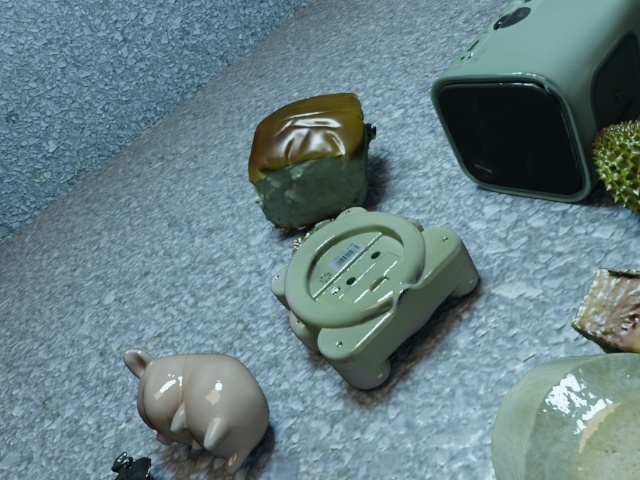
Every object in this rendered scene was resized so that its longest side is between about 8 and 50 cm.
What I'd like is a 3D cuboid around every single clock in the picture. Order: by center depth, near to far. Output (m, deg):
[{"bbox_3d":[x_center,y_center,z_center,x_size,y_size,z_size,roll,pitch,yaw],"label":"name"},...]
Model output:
[{"bbox_3d":[0.069,0.068,0.931,0.284,0.114,0.309,-44,33,-11],"label":"clock"}]

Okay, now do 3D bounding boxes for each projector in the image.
[{"bbox_3d":[0.371,-0.242,0.923,0.249,0.248,0.248,-48,36,-19],"label":"projector"}]

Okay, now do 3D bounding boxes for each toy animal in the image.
[{"bbox_3d":[-0.301,0.415,0.839,0.148,0.084,0.232,-41,31,-12],"label":"toy animal"},{"bbox_3d":[-0.190,0.251,0.879,0.250,0.166,0.154,5,41,36],"label":"toy animal"}]

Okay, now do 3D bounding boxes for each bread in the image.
[{"bbox_3d":[-0.015,-0.181,1.202,0.279,0.225,0.250,-14,40,21],"label":"bread"}]

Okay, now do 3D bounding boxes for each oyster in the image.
[{"bbox_3d":[0.000,0.001,1.141,0.132,0.029,0.086,-21,42,15],"label":"oyster"}]

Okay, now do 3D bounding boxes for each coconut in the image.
[{"bbox_3d":[0.267,0.205,0.517,0.202,0.222,0.202,-2,76,7],"label":"coconut"}]

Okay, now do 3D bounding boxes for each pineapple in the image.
[{"bbox_3d":[0.356,0.097,0.570,0.114,0.186,0.236,-63,7,-12],"label":"pineapple"}]

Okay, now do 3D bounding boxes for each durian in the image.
[{"bbox_3d":[0.488,-0.100,0.762,0.208,0.102,0.146,4,78,-2],"label":"durian"}]
